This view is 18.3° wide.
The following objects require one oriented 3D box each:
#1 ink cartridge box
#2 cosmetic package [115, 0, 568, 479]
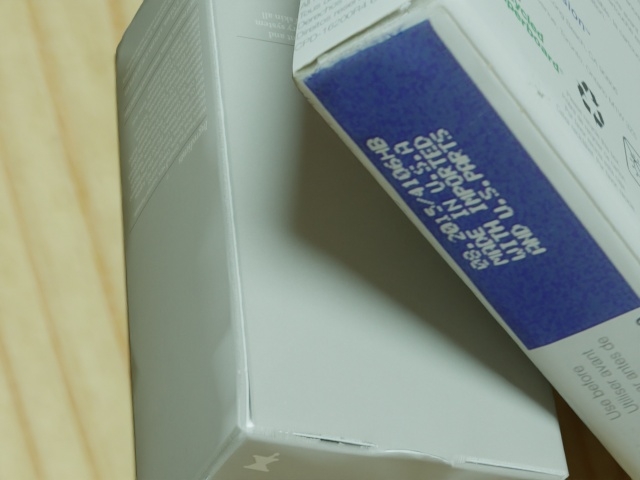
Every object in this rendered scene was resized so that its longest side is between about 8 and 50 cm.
[{"bbox_3d":[0.114,-0.064,0.767,0.324,0.071,0.330,48,29,-30],"label":"ink cartridge box"},{"bbox_3d":[0.000,0.000,0.735,0.127,0.107,0.238,13,54,-23],"label":"cosmetic package"}]
